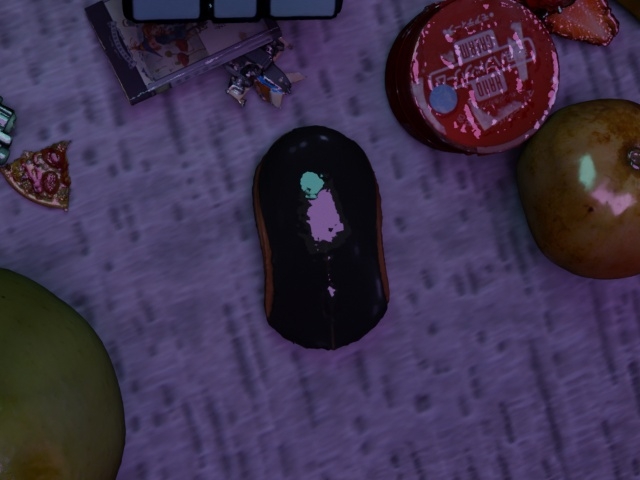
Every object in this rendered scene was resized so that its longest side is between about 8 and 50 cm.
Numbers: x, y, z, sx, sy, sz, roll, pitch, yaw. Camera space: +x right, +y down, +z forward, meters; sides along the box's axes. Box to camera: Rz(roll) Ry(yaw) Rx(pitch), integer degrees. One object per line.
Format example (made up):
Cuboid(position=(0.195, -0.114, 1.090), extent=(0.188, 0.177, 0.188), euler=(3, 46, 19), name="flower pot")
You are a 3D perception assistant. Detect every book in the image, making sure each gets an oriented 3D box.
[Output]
Cuboid(position=(-0.189, -0.301, 1.712), extent=(0.231, 0.026, 0.157), euler=(-26, 75, -7), name="book")

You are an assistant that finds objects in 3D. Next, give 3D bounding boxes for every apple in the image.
Cuboid(position=(-0.464, 0.242, 1.550), extent=(0.474, 0.473, 0.473), euler=(-1, 95, -10), name="apple")

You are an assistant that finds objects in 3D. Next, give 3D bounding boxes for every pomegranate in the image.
Cuboid(position=(0.393, -0.062, 1.765), extent=(0.229, 0.270, 0.252), euler=(-16, 68, -15), name="pomegranate")

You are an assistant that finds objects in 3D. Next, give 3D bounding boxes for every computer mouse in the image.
Cuboid(position=(0.000, 0.000, 1.759), extent=(0.183, 0.116, 0.323), euler=(-8, 97, -4), name="computer mouse")

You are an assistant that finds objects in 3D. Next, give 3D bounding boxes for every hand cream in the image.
Cuboid(position=(0.210, -0.230, 1.758), extent=(0.230, 0.149, 0.230), euler=(0, 93, -11), name="hand cream")

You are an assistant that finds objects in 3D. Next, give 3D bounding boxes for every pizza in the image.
Cuboid(position=(-0.394, -0.091, 1.723), extent=(0.099, 0.029, 0.100), euler=(2, 94, -9), name="pizza")

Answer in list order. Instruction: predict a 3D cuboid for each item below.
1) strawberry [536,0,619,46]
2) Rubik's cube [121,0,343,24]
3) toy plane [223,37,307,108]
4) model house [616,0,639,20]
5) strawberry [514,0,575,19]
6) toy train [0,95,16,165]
Cuboid(position=(0.367, -0.337, 1.827), extent=(0.152, 0.048, 0.104), euler=(39, 82, -15), name="strawberry")
Cuboid(position=(-0.120, -0.456, 1.563), extent=(0.283, 0.288, 0.293), euler=(-4, 126, -7), name="Rubik's cube")
Cuboid(position=(-0.110, -0.264, 1.742), extent=(0.188, 0.062, 0.135), euler=(44, 59, -7), name="toy plane")
Cuboid(position=(0.513, -0.416, 1.745), extent=(0.268, 0.239, 0.173), euler=(30, 79, -17), name="model house")
Cuboid(position=(0.275, -0.424, 1.737), extent=(0.236, 0.111, 0.190), euler=(47, 112, 7), name="strawberry")
Cuboid(position=(-0.488, -0.171, 1.682), extent=(0.170, 0.071, 0.111), euler=(29, 82, -11), name="toy train")
